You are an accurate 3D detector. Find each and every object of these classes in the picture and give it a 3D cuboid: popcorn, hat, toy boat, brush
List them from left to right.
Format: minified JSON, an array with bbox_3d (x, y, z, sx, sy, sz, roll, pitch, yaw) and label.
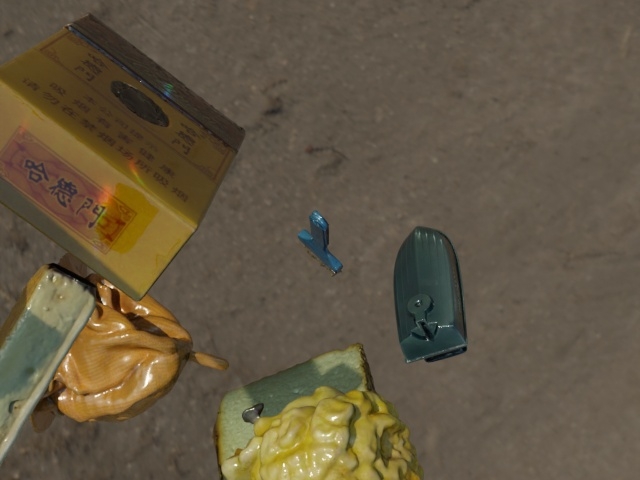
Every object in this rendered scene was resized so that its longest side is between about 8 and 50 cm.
[{"bbox_3d":[-0.232,0.140,1.543,0.233,0.244,0.233,9,114,3],"label":"hat"},{"bbox_3d":[0.000,0.000,1.060,0.051,0.164,0.014,42,81,9],"label":"brush"},{"bbox_3d":[0.006,0.211,1.099,0.180,0.170,0.180,-36,156,-19],"label":"popcorn"},{"bbox_3d":[0.150,0.068,1.623,0.093,0.246,0.103,-19,131,17],"label":"toy boat"}]

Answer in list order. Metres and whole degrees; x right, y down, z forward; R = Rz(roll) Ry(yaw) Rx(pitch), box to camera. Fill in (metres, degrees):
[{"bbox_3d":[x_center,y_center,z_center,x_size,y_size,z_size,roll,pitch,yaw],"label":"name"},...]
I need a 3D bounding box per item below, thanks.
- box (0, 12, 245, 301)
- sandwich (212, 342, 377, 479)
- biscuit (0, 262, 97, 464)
[{"bbox_3d":[-0.240,-0.115,1.362,0.264,0.415,0.116,36,108,-7],"label":"box"},{"bbox_3d":[-0.017,0.252,1.448,0.226,0.251,0.087,-20,118,0],"label":"sandwich"},{"bbox_3d":[-0.249,0.109,0.968,0.056,0.052,0.188,33,88,-22],"label":"biscuit"}]
